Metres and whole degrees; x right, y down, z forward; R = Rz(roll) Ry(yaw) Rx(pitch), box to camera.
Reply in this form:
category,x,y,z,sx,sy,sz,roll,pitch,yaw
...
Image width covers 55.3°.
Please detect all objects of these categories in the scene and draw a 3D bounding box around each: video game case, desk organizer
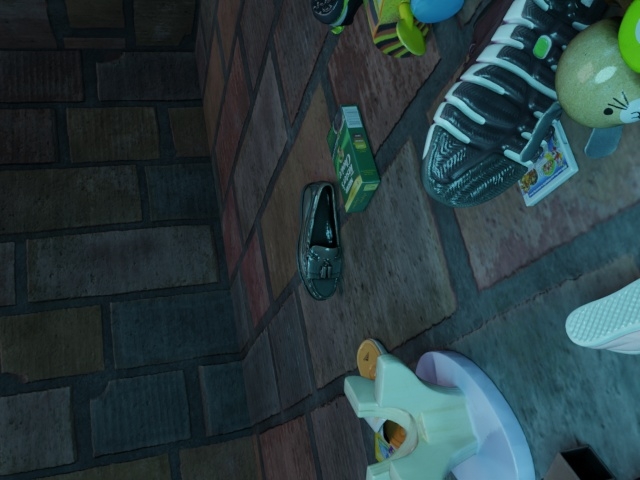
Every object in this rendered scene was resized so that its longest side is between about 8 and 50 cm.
category,x,y,z,sx,sy,sz,roll,pitch,yaw
video game case,0.242,-0.112,0.693,0.087,0.011,0.122,124,137,-62
desk organizer,0.285,0.276,0.615,0.130,0.047,0.050,-119,32,-51

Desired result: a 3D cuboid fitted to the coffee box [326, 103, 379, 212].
category,x,y,z,sx,sy,sz,roll,pitch,yaw
coffee box,0.061,-0.159,1.190,0.113,0.040,0.184,118,143,-59

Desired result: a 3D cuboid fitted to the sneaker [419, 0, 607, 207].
category,x,y,z,sx,sy,sz,roll,pitch,yaw
sneaker,0.183,-0.162,0.636,0.282,0.106,0.162,-58,9,2

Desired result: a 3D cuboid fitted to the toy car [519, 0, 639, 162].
category,x,y,z,sx,sy,sz,roll,pitch,yaw
toy car,0.234,-0.118,0.457,0.188,0.154,0.149,117,144,-51

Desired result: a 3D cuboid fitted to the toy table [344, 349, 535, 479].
category,x,y,z,sx,sy,sz,roll,pitch,yaw
toy table,0.148,0.264,0.853,0.274,0.160,0.253,-148,55,-69

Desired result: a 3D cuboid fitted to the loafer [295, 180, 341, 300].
category,x,y,z,sx,sy,sz,roll,pitch,yaw
loafer,0.000,0.000,1.349,0.084,0.096,0.268,170,97,-66

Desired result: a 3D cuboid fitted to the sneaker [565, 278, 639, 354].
category,x,y,z,sx,sy,sz,roll,pitch,yaw
sneaker,0.294,0.065,0.540,0.134,0.070,0.051,-29,54,39

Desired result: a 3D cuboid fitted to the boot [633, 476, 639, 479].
category,x,y,z,sx,sy,sz,roll,pitch,yaw
boot,0.327,0.219,0.466,0.106,0.082,0.219,54,147,18

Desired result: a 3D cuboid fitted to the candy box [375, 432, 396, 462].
category,x,y,z,sx,sy,sz,roll,pitch,yaw
candy box,0.148,0.390,1.099,0.206,0.027,0.105,-157,62,-70

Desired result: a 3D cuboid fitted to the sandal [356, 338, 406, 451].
category,x,y,z,sx,sy,sz,roll,pitch,yaw
sandal,0.099,0.274,1.097,0.102,0.076,0.265,-64,30,20

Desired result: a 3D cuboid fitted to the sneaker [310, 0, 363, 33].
category,x,y,z,sx,sy,sz,roll,pitch,yaw
sneaker,0.061,-0.469,1.032,0.084,0.097,0.235,42,115,28

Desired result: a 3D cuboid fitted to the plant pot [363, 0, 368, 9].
category,x,y,z,sx,sy,sz,roll,pitch,yaw
plant pot,0.095,-0.407,0.972,0.079,0.083,0.083,87,166,-48

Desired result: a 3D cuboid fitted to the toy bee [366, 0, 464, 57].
category,x,y,z,sx,sy,sz,roll,pitch,yaw
toy bee,0.107,-0.361,0.800,0.298,0.162,0.195,105,155,-47
